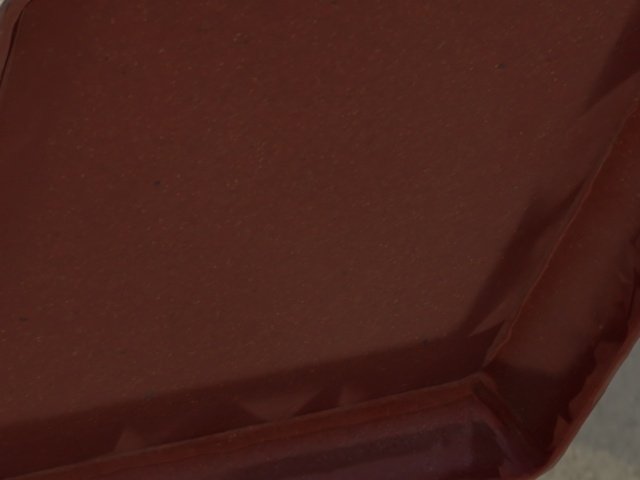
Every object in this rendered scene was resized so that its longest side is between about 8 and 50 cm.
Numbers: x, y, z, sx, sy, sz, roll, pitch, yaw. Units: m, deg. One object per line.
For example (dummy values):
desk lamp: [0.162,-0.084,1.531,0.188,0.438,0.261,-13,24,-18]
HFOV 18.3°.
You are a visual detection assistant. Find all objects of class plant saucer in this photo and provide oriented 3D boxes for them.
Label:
plant saucer: [0.000,0.000,0.554,0.259,0.258,0.048,-10,53,-31]
